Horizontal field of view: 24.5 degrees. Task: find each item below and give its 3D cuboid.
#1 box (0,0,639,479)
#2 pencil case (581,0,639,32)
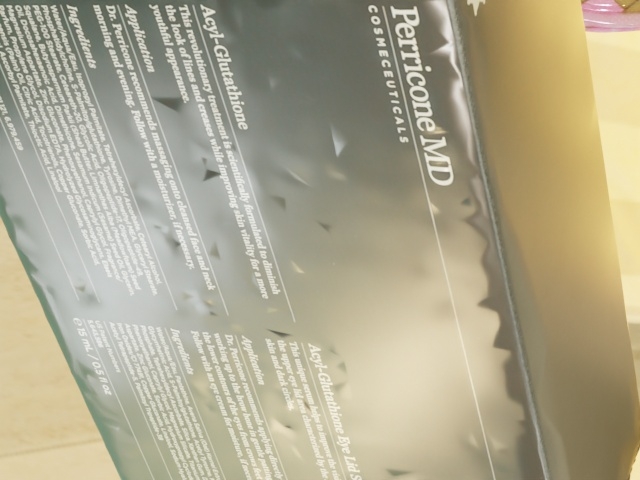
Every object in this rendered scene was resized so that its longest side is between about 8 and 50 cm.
[{"bbox_3d":[0.000,0.000,0.509,0.103,0.184,0.261,-56,142,-41],"label":"box"},{"bbox_3d":[0.127,-0.230,0.812,0.160,0.386,0.167,-1,114,-5],"label":"pencil case"}]
